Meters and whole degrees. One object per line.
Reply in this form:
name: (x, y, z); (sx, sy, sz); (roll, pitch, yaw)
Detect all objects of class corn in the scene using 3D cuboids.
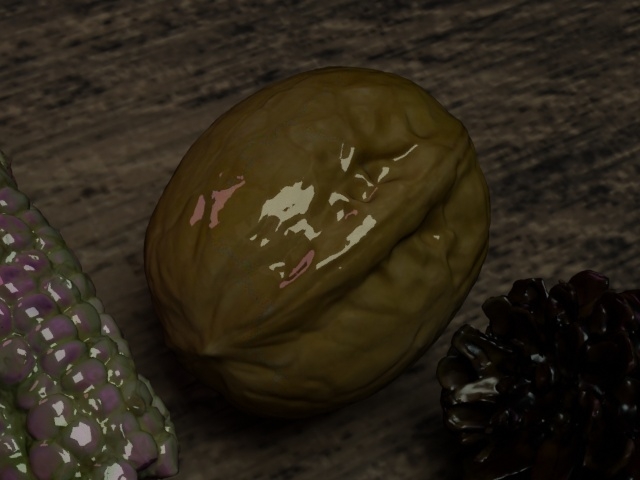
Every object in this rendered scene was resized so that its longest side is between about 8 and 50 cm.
corn: (-0.186, 0.000, 0.810); (0.126, 0.127, 0.335); (-33, 74, -32)

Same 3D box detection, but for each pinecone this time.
pinecone: (0.119, 0.078, 0.840); (0.120, 0.140, 0.140); (25, 46, -40)

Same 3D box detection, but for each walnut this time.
walnut: (0.000, 0.000, 0.849); (0.159, 0.159, 0.206); (39, 50, 9)
